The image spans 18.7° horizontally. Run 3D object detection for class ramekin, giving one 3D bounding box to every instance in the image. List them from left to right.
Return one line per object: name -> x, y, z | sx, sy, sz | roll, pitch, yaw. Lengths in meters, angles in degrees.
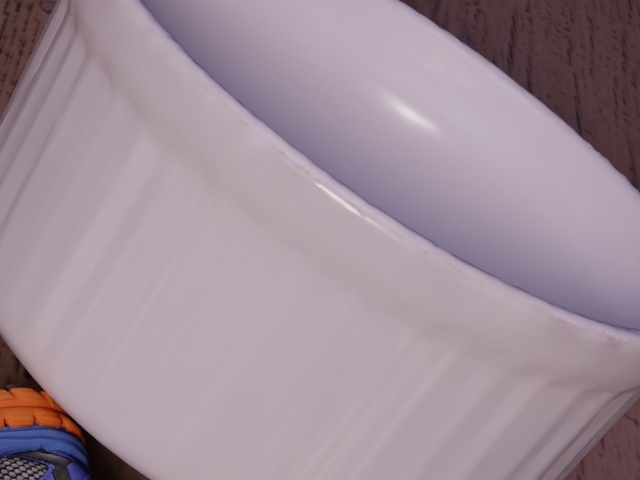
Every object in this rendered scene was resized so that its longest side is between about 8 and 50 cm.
ramekin -> 0.000, 0.000, 0.741 | 0.277, 0.135, 0.277 | 30, 20, -12

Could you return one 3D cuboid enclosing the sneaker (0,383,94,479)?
sneaker -> -0.141, 0.111, 0.601 | 0.221, 0.083, 0.087 | -20, 58, -45
